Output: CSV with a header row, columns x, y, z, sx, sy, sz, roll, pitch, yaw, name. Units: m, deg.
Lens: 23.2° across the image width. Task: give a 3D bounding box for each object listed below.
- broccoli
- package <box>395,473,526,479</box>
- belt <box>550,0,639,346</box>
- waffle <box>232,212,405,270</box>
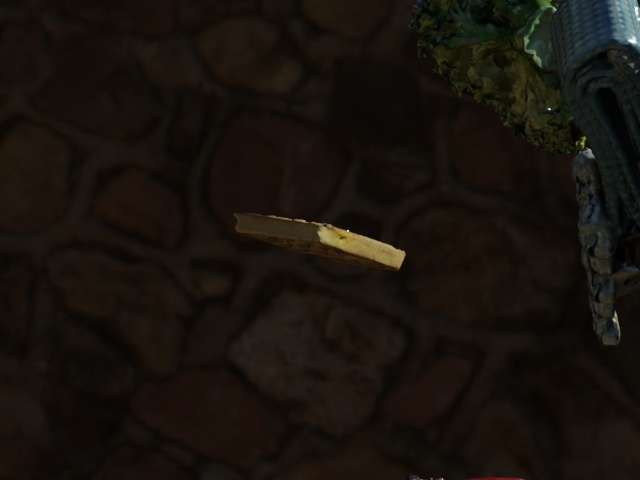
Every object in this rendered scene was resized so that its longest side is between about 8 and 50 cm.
x,y,z,sx,sy,sz,roll,pitch,yaw,name
0.178,-0.171,1.333,0.194,0.219,0.194,-22,10,4,broccoli
0.157,0.229,1.287,0.194,0.071,0.269,13,-9,-3,package
0.132,-0.035,0.658,0.100,0.065,0.179,-17,-43,22,belt
0.000,0.000,1.268,0.092,0.021,0.135,7,-7,33,waffle
